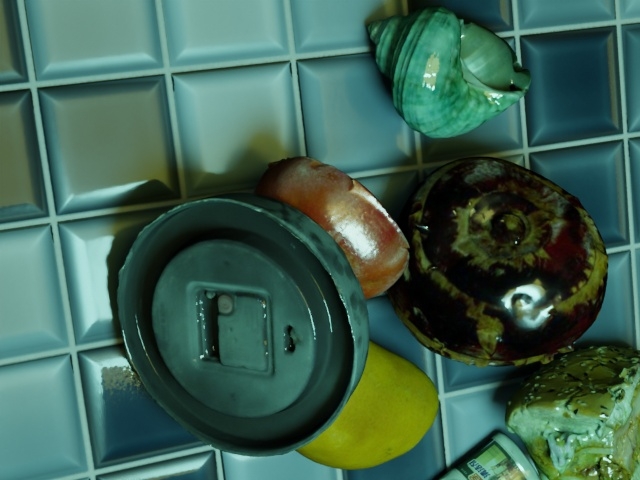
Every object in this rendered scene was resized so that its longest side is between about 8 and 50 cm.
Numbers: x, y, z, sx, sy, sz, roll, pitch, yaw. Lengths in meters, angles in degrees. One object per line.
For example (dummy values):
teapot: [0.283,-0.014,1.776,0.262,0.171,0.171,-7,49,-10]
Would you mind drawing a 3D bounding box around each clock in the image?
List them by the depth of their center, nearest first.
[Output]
clock: [-0.096,0.100,1.283,0.325,0.067,0.325,8,109,23]

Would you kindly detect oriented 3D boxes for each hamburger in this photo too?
hamburger: [0.375,0.254,1.508,0.288,0.192,0.167,-30,117,-55]

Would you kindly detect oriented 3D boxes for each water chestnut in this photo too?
water chestnut: [0.228,0.042,1.415,0.300,0.300,0.300,-2,98,-19]

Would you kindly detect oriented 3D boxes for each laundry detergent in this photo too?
laundry detergent: [0.202,0.378,1.520,0.226,0.070,0.099,-35,90,-11]

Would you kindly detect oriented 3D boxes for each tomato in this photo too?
tomato: [-0.003,0.001,1.321,0.225,0.225,0.085,52,56,-17]

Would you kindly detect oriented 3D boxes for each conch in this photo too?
conch: [0.156,-0.227,1.402,0.202,0.134,0.196,49,40,-12]

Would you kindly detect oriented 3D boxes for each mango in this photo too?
mango: [0.039,0.217,1.411,0.254,0.139,0.175,30,93,-26]
